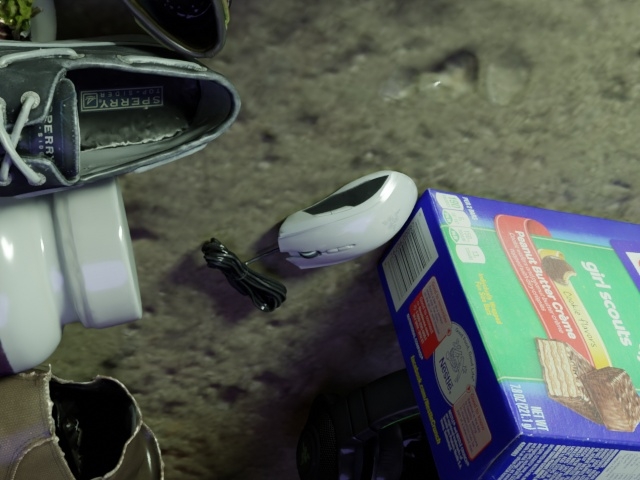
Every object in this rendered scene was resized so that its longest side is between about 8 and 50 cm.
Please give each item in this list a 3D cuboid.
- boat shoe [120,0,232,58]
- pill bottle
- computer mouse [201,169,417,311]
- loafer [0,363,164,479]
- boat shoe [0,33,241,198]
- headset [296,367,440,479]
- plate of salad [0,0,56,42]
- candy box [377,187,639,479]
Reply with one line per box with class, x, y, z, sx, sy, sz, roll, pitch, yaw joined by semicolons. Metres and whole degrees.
boat shoe;-0.123;-0.210;0.702;0.081;0.069;0.228;-28;137;11
pill bottle;-0.291;0.026;0.819;0.301;0.169;0.169;-10;137;-8
computer mouse;0.000;0.000;0.981;0.193;0.042;0.106;-27;136;10
loafer;-0.208;0.190;0.972;0.130;0.134;0.366;-16;163;10
boat shoe;-0.192;-0.075;0.723;0.301;0.102;0.108;-11;114;-36
headset;0.077;0.270;1.182;0.243;0.185;0.394;24;132;-36
plate of salad;-0.278;-0.140;0.740;0.199;0.048;0.200;-10;136;-9
candy box;0.239;0.106;1.004;0.317;0.268;0.122;9;135;-27
